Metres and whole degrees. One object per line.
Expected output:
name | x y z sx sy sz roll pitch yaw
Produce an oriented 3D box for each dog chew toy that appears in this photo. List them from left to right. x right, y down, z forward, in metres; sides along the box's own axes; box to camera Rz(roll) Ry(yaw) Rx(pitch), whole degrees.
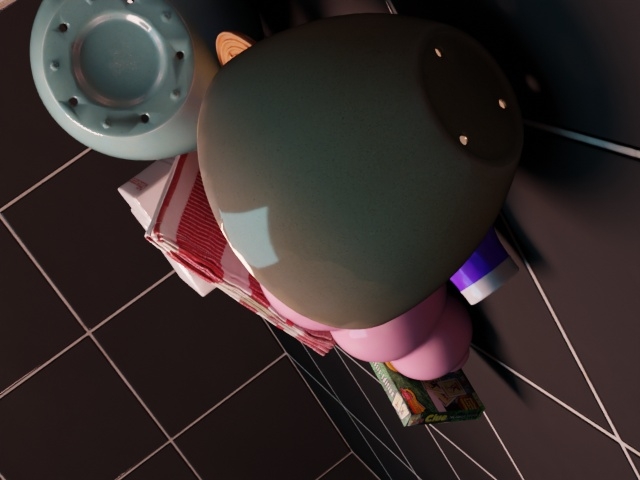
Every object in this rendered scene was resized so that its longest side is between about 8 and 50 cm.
dog chew toy | 0.073 0.069 1.541 0.332 0.206 0.206 40 175 -20

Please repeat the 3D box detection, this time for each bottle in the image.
bottle | 0.105 -0.061 1.242 0.283 0.092 0.118 53 169 2

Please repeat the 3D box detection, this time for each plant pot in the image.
plant pot | -0.225 -0.233 1.420 0.293 0.293 0.235 55 -171 -8
plant pot | 0.062 -0.085 0.994 0.191 0.284 0.284 -28 100 43

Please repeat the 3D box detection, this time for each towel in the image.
towel | -0.090 -0.001 1.703 0.329 0.037 0.237 34 -139 -20

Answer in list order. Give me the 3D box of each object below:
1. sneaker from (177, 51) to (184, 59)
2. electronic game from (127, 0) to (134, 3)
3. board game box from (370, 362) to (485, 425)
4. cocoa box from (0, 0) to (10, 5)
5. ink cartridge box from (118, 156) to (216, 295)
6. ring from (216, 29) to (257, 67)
sneaker | -0.199 -0.337 1.625 0.180 0.124 0.321 -138 32 -72
electronic game | -0.298 -0.422 1.977 0.229 0.048 0.229 43 163 16
board game box | 0.124 0.156 1.662 0.260 0.136 0.030 60 139 37
cocoa box | -0.318 -0.416 1.247 0.231 0.347 0.228 57 168 -17
ink cartridge box | -0.159 -0.076 1.872 0.197 0.270 0.198 56 170 -16
ring | -0.005 -0.095 1.270 0.336 0.032 0.336 52 169 14
